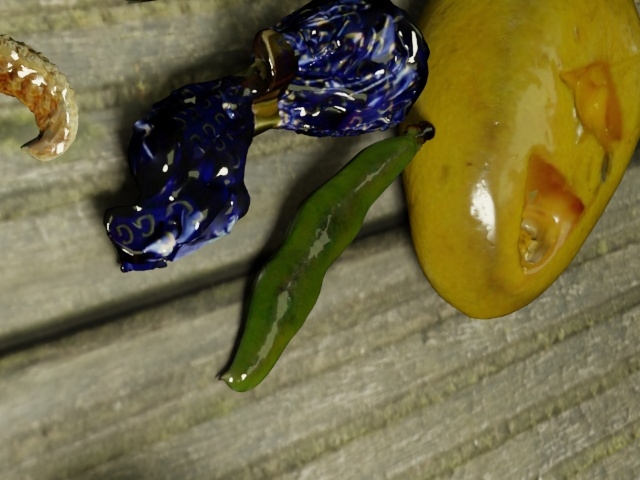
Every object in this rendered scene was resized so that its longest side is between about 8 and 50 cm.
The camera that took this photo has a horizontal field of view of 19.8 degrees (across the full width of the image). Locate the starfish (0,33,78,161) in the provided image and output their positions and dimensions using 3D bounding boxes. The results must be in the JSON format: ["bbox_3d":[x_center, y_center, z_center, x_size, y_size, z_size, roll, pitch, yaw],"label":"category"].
[{"bbox_3d":[-0.273,-0.146,1.034,0.113,0.303,0.312,-44,105,-3],"label":"starfish"}]

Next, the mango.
[{"bbox_3d":[0.172,-0.102,1.639,0.253,0.182,0.365,36,65,-42],"label":"mango"}]

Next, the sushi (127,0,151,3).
[{"bbox_3d":[-0.103,-0.294,1.316,0.213,0.204,0.200,4,73,-56],"label":"sushi"}]

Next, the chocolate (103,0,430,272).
[{"bbox_3d":[-0.058,-0.091,1.402,0.343,0.126,0.148,-36,146,-42],"label":"chocolate"}]

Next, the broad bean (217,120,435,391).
[{"bbox_3d":[-0.001,-0.001,1.459,0.060,0.043,0.297,45,64,-20],"label":"broad bean"}]
